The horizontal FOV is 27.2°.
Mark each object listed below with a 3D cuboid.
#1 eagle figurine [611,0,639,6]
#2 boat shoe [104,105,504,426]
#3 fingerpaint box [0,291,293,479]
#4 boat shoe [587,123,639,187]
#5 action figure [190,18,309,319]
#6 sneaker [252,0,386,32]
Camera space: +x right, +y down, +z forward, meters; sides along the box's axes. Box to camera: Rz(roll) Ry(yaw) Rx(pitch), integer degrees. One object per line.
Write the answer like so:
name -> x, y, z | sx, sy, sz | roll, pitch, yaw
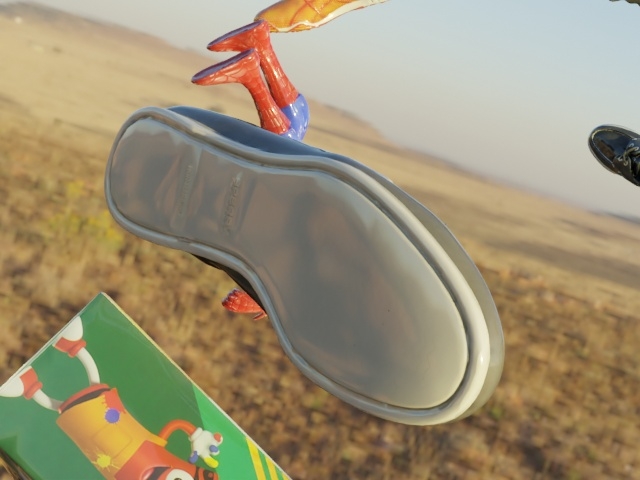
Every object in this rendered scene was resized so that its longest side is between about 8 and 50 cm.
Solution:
eagle figurine -> 0.337, -0.259, 1.113 | 0.298, 0.226, 0.225 | 42, -32, 2
boat shoe -> 0.000, 0.000, 0.735 | 0.095, 0.112, 0.335 | 7, 16, -41
fingerpaint box -> -0.146, 0.272, 1.292 | 0.371, 0.163, 0.445 | 45, -17, 1
boat shoe -> 0.316, -0.075, 1.294 | 0.142, 0.049, 0.040 | 39, 9, 33
action figure -> -0.038, -0.006, 0.964 | 0.139, 0.280, 0.091 | -20, 26, 20
sneaker -> 0.010, -0.258, 1.348 | 0.175, 0.067, 0.064 | -22, 18, 5
